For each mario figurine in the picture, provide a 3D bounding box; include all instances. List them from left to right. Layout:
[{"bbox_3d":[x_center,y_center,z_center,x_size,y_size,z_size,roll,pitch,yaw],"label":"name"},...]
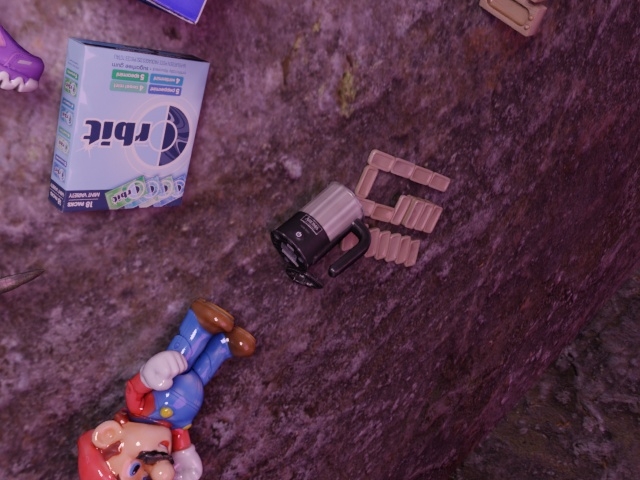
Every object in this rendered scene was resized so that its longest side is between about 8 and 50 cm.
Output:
[{"bbox_3d":[-0.203,0.255,0.929,0.198,0.170,0.320,40,73,-19],"label":"mario figurine"}]

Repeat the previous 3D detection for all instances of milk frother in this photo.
[{"bbox_3d":[0.000,0.000,1.066,0.135,0.129,0.143,-41,-176,-21],"label":"milk frother"}]

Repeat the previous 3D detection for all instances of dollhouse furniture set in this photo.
[{"bbox_3d":[0.291,-0.428,1.057,0.123,0.144,0.151,-21,145,-33],"label":"dollhouse furniture set"}]

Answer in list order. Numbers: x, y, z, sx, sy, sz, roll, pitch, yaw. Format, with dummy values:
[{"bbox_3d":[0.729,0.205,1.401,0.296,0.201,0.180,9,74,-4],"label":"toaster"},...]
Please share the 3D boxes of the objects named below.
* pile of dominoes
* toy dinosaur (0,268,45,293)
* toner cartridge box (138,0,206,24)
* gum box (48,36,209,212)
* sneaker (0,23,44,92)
[{"bbox_3d":[0.132,-0.058,1.231,0.251,0.040,0.196,13,106,-44],"label":"pile of dominoes"},{"bbox_3d":[-0.428,0.053,0.600,0.314,0.121,0.160,-15,139,-49],"label":"toy dinosaur"},{"bbox_3d":[-0.114,-0.385,0.575,0.075,0.165,0.347,13,106,-53],"label":"toner cartridge box"},{"bbox_3d":[-0.218,-0.127,0.747,0.157,0.041,0.184,-8,121,-47],"label":"gum box"},{"bbox_3d":[-0.321,-0.209,0.531,0.236,0.095,0.104,32,82,-53],"label":"sneaker"}]
